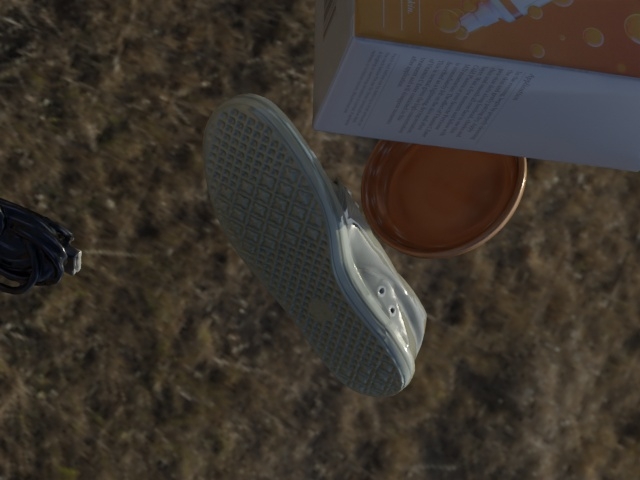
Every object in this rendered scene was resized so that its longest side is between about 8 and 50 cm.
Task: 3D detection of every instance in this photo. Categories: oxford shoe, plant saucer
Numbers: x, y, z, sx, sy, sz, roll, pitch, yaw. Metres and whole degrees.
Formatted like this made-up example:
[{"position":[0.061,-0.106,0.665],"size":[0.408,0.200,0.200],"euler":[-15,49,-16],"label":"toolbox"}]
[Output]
[{"position":[0.000,0.000,1.464],"size":[0.449,0.169,0.130],"euler":[58,44,-28],"label":"oxford shoe"},{"position":[0.145,-0.068,1.376],"size":[0.200,0.200,0.037],"euler":[-57,146,-7],"label":"plant saucer"}]

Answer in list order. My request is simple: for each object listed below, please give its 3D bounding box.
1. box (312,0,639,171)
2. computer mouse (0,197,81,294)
[{"position":[0.177,-0.215,1.152],"size":[0.345,0.168,0.215],"euler":[6,65,-12],"label":"box"},{"position":[-0.267,0.067,0.760],"size":[0.072,0.189,0.272],"euler":[-67,179,-68],"label":"computer mouse"}]
